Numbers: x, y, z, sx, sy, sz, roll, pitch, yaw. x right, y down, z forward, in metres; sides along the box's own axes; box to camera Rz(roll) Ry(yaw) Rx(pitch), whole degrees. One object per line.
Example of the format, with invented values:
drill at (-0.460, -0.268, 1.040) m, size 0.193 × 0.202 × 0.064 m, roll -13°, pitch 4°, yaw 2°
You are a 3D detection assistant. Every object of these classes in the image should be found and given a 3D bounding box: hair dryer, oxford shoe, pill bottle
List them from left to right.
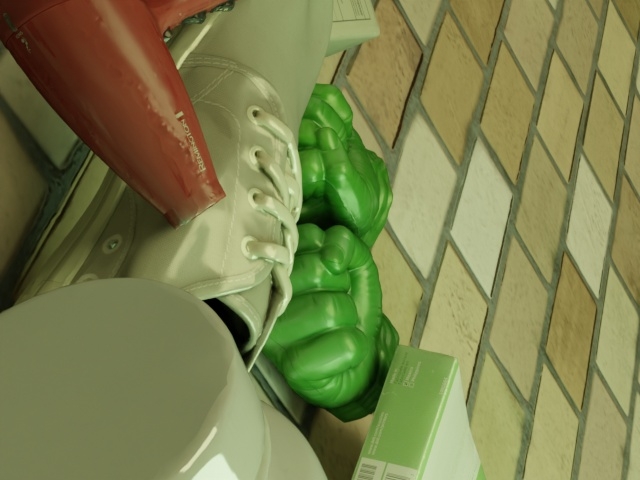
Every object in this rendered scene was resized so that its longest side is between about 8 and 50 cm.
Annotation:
hair dryer at (-0.092, -0.147, 1.117) m, size 0.223 × 0.080 × 0.294 m, roll 10°, pitch 65°, yaw -27°
pill bottle at (-0.072, 0.206, 0.981) m, size 0.204 × 0.204 × 0.361 m, roll -79°, pitch 157°, yaw -46°
oxford shoe at (-0.066, -0.012, 1.184) m, size 0.169 × 0.130 × 0.449 m, roll 72°, pitch 35°, yaw -47°

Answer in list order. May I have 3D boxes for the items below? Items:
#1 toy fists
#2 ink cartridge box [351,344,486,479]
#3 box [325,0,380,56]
toy fists at (0.000, 0.000, 1.477) m, size 0.142 × 0.096 × 0.279 m, roll 38°, pitch 42°, yaw -47°
ink cartridge box at (0.076, 0.213, 1.477) m, size 0.235 × 0.056 × 0.171 m, roll 74°, pitch 31°, yaw -56°
box at (-0.084, -0.196, 1.417) m, size 0.311 × 0.121 × 0.148 m, roll -15°, pitch 86°, yaw -64°
